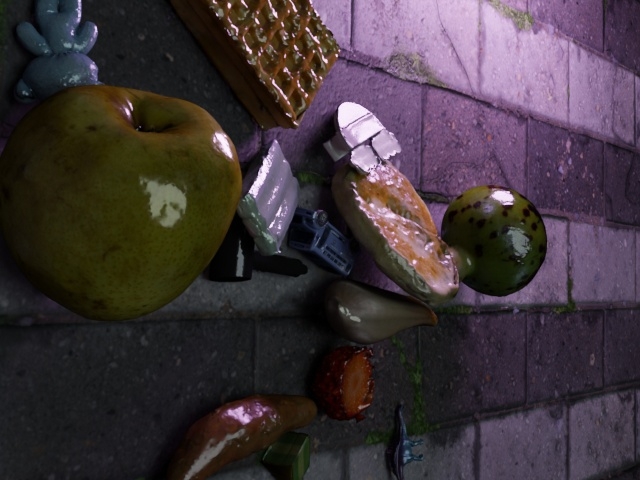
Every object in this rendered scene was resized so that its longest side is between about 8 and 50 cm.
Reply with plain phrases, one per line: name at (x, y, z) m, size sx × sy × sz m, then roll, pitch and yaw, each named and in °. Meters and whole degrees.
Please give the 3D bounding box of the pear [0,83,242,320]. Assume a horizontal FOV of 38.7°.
pear at (-0.256, -0.042, 1.167) m, size 0.304 × 0.303 × 0.304 m, roll 2°, pitch 87°, yaw -50°

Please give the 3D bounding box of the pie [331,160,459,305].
pie at (0.148, -0.018, 1.733) m, size 0.339 × 0.077 × 0.339 m, roll 39°, pitch 31°, yaw -29°

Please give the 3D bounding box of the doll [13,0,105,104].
doll at (-0.353, -0.257, 1.232) m, size 0.120 × 0.075 × 0.180 m, roll -3°, pitch 68°, yaw -14°

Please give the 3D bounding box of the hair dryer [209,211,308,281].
hair dryer at (-0.089, 0.020, 1.538) m, size 0.248 × 0.070 × 0.114 m, roll 11°, pitch 80°, yaw -54°

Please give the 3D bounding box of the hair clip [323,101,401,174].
hair clip at (0.076, -0.200, 1.714) m, size 0.140 × 0.054 × 0.220 m, roll 52°, pitch 33°, yaw 0°

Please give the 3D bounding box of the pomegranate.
pomegranate at (0.334, 0.000, 1.952) m, size 0.305 × 0.242 × 0.243 m, roll 0°, pitch 89°, yaw -25°

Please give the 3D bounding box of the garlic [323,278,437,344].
garlic at (0.101, 0.133, 1.710) m, size 0.318 × 0.143 × 0.112 m, roll -1°, pitch 110°, yaw -49°

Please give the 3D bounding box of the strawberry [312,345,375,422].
strawberry at (0.043, 0.260, 1.671) m, size 0.145 × 0.086 × 0.145 m, roll -1°, pitch 91°, yaw -49°

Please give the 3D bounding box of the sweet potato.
sweet potato at (-0.126, 0.302, 1.459) m, size 0.354 × 0.095 × 0.106 m, roll -21°, pitch 101°, yaw -50°

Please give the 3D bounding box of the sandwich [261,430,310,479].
sandwich at (-0.035, 0.392, 1.581) m, size 0.116 × 0.074 × 0.074 m, roll 56°, pitch 50°, yaw -33°

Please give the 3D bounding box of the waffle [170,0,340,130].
waffle at (-0.104, -0.359, 1.510) m, size 0.308 × 0.091 × 0.213 m, roll 53°, pitch 51°, yaw -37°

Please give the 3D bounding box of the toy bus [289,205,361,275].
toy bus at (0.000, 0.000, 1.636) m, size 0.167 × 0.073 × 0.076 m, roll 38°, pitch 72°, yaw -45°

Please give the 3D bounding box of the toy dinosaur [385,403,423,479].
toy dinosaur at (0.170, 0.434, 1.855) m, size 0.080 × 0.045 × 0.198 m, roll 15°, pitch 70°, yaw -36°

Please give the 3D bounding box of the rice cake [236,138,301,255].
rice cake at (-0.083, -0.076, 1.490) m, size 0.237 × 0.043 × 0.127 m, roll -76°, pitch 143°, yaw -60°
